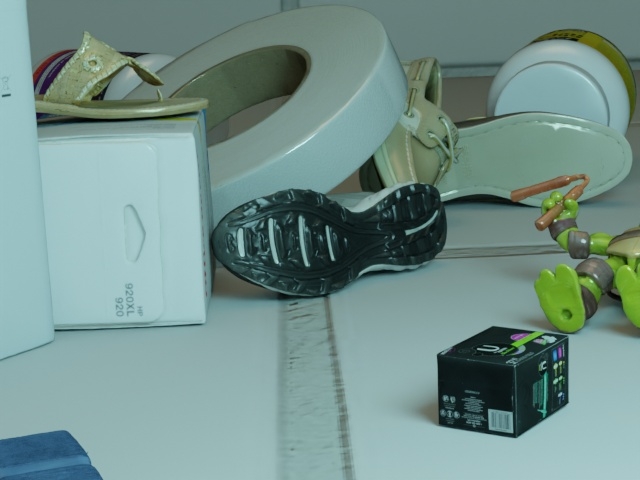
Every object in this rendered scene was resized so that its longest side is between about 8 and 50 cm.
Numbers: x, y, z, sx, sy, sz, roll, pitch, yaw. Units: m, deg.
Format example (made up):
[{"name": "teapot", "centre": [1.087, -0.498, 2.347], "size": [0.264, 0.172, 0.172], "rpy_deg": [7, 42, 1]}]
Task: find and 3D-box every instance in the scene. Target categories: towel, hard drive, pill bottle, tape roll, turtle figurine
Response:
[{"name": "towel", "centre": [-0.165, 0.145, 0.919], "size": [0.067, 0.029, 0.119], "rpy_deg": [-6, 12, -18]}, {"name": "hard drive", "centre": [-0.299, -0.050, 1.215], "size": [0.040, 0.307, 0.203], "rpy_deg": [5, 13, 33]}, {"name": "pill bottle", "centre": [-0.276, -0.176, 2.191], "size": [0.181, 0.181, 0.323], "rpy_deg": [-12, 14, -40]}, {"name": "pill bottle", "centre": [0.323, -0.181, 2.080], "size": [0.188, 0.188, 0.334], "rpy_deg": [0, 11, 13]}, {"name": "tape roll", "centre": [-0.090, -0.134, 1.754], "size": [0.392, 0.072, 0.392], "rpy_deg": [-21, 31, 13]}, {"name": "turtle figurine", "centre": [0.263, 0.017, 1.346], "size": [0.269, 0.087, 0.217], "rpy_deg": [13, 24, 25]}]

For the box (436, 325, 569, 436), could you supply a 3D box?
[{"name": "box", "centre": [0.126, 0.095, 1.060], "size": [0.062, 0.052, 0.083], "rpy_deg": [6, 15, 33]}]

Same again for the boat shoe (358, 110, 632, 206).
[{"name": "boat shoe", "centre": [0.211, -0.099, 1.888], "size": [0.324, 0.116, 0.097], "rpy_deg": [-6, 13, 9]}]

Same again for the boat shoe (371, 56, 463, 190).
[{"name": "boat shoe", "centre": [0.108, -0.117, 1.763], "size": [0.098, 0.109, 0.302], "rpy_deg": [-12, 36, 7]}]

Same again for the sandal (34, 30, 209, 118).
[{"name": "sandal", "centre": [-0.225, -0.152, 1.426], "size": [0.240, 0.079, 0.088], "rpy_deg": [-4, 11, 0]}]

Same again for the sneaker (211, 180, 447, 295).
[{"name": "sneaker", "centre": [0.000, 0.000, 1.499], "size": [0.271, 0.100, 0.108], "rpy_deg": [-6, -1, -43]}]

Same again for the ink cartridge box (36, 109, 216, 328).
[{"name": "ink cartridge box", "centre": [-0.187, -0.027, 1.437], "size": [0.168, 0.171, 0.232], "rpy_deg": [-3, 10, -1]}]
